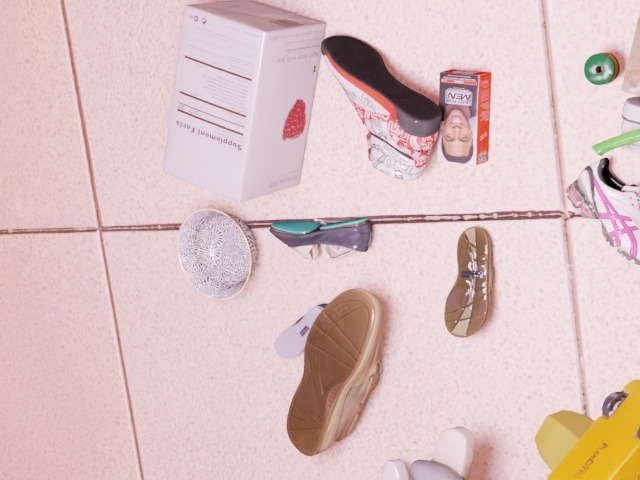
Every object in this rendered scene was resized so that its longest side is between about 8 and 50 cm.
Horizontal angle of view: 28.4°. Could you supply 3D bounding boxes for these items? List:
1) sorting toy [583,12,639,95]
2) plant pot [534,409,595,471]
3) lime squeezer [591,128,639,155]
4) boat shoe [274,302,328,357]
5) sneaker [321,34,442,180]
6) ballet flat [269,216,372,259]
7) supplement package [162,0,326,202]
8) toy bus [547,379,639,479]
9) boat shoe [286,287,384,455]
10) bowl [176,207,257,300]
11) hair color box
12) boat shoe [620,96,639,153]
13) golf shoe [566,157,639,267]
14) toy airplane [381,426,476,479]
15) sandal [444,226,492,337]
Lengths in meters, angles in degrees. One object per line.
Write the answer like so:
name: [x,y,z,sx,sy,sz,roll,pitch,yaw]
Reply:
sorting toy: [0.508,-0.253,1.747,0.274,0.046,0.132,21,111,31]
plant pot: [0.384,0.311,1.971,0.083,0.081,0.081,43,124,32]
lime squeezer: [0.498,-0.201,1.687,0.059,0.110,0.310,28,116,-23]
boat shoe: [-0.028,0.160,2.246,0.049,0.040,0.142,49,126,4]
sneaker: [0.082,-0.208,2.037,0.270,0.090,0.145,44,141,32]
ballet flat: [0.000,0.000,2.167,0.203,0.074,0.074,-2,101,34]
supplement package: [-0.128,-0.238,2.124,0.175,0.177,0.293,23,115,29]
toy bus: [0.414,0.372,1.867,0.332,0.130,0.108,-48,27,-4]
boat shoe: [0.041,0.217,2.171,0.121,0.110,0.341,44,127,32]
bowl: [-0.169,0.017,2.283,0.170,0.080,0.170,11,109,34]
hair color box: [0.223,-0.192,1.970,0.072,0.043,0.141,9,108,33]
boat shoe: [0.533,-0.126,1.737,0.267,0.096,0.088,19,117,32]
golf shoe: [0.444,-0.037,1.839,0.186,0.067,0.086,48,123,16]
toy airplane: [0.178,0.528,2.052,0.384,0.272,0.386,-30,85,38]
sandal: [0.245,0.068,2.027,0.072,0.049,0.180,8,92,28]
